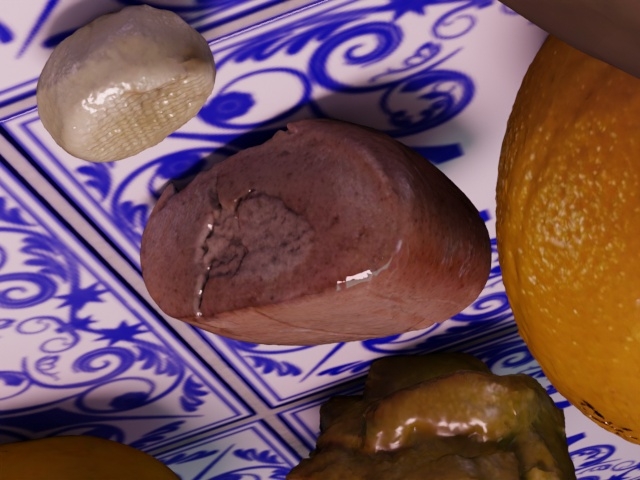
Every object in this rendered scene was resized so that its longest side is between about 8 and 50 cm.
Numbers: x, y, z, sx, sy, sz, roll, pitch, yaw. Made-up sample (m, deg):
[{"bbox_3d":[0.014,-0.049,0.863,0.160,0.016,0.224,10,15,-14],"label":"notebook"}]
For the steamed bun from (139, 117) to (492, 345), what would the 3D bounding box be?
[{"bbox_3d":[0.000,0.000,0.962,0.175,0.106,0.145,-14,163,29],"label":"steamed bun"}]

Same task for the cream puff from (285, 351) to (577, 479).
[{"bbox_3d":[0.079,0.194,1.262,0.244,0.244,0.196,-29,139,24],"label":"cream puff"}]

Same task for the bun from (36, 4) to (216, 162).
[{"bbox_3d":[-0.091,-0.077,0.806,0.086,0.055,0.086,-25,163,-8],"label":"bun"}]

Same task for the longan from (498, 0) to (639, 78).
[{"bbox_3d":[0.143,-0.177,0.460,0.297,0.297,0.297,-13,154,-6],"label":"longan"}]

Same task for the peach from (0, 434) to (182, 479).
[{"bbox_3d":[-0.208,0.282,1.182,0.332,0.308,0.308,-20,154,13],"label":"peach"}]

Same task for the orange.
[{"bbox_3d":[0.213,-0.020,0.853,0.274,0.274,0.274,-13,154,-6],"label":"orange"}]
